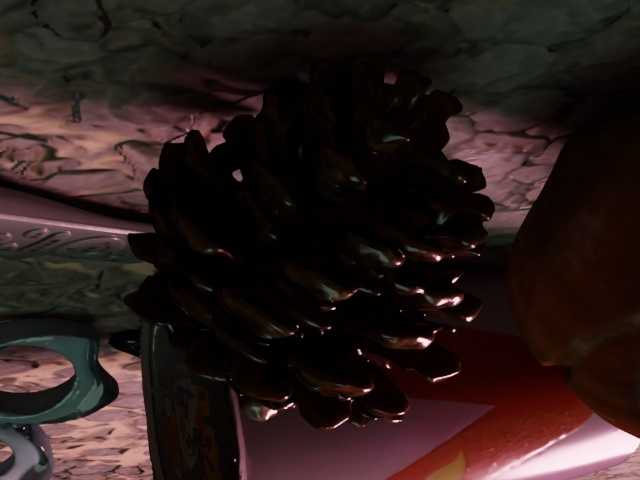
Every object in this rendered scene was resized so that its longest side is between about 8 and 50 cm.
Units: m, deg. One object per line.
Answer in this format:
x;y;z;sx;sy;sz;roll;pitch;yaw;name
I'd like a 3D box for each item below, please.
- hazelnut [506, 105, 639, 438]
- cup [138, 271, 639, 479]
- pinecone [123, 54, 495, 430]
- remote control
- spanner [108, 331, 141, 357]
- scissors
0.178;0.008;0.677;0.182;0.182;0.182;-6;161;-2;hazelnut
0.049;0.100;0.908;0.288;0.203;0.203;-7;163;-22;cup
0.000;0.000;0.627;0.173;0.174;0.173;-6;161;-2;pinecone
-0.147;-0.010;0.742;0.050;0.027;0.184;-19;163;36;remote control
-0.098;0.095;1.084;0.046;0.012;0.208;-13;160;21;spanner
-0.303;0.090;0.914;0.360;0.029;0.191;18;127;-38;scissors
